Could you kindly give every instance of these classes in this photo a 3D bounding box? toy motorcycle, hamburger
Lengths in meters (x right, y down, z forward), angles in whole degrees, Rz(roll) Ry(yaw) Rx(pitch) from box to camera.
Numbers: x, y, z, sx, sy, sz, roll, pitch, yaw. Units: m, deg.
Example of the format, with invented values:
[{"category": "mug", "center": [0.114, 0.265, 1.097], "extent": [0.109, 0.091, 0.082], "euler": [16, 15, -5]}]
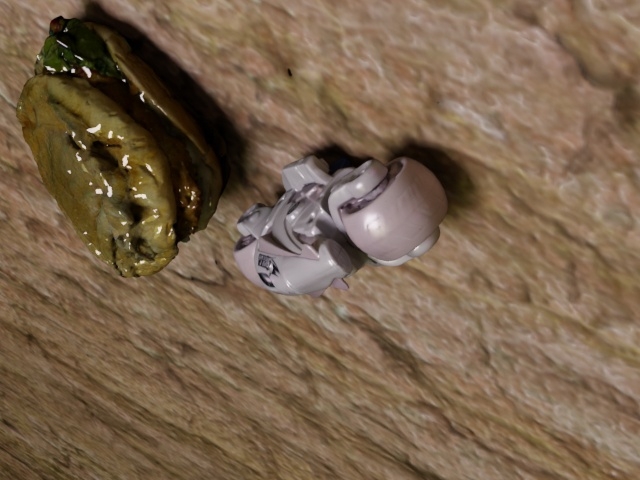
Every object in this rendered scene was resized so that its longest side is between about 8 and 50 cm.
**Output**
[{"category": "toy motorcycle", "center": [0.000, 0.000, 1.000], "extent": [0.112, 0.112, 0.254], "euler": [47, 153, -14]}, {"category": "hamburger", "center": [-0.158, -0.076, 1.095], "extent": [0.206, 0.130, 0.183], "euler": [55, 153, 10]}]
